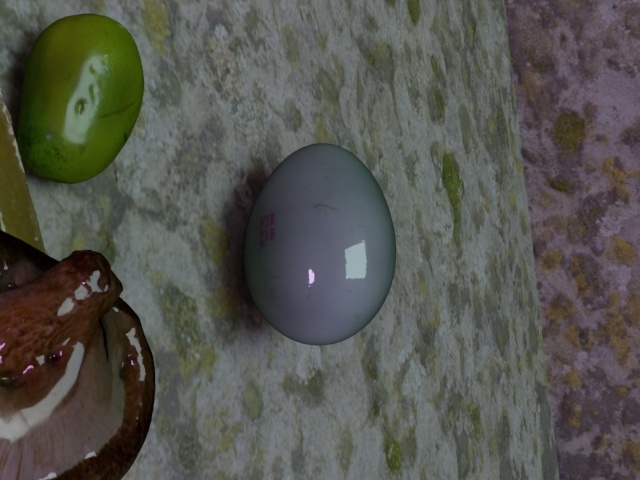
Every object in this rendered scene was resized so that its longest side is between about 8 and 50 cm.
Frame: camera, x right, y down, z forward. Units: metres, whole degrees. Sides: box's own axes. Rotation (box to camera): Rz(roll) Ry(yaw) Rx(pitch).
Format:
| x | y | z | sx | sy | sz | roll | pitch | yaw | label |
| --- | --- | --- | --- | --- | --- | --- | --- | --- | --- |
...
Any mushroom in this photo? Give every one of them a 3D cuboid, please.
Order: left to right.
| x | y | z | sx | sy | sz | roll | pitch | yaw | label |
| --- | --- | --- | --- | --- | --- | --- | --- | --- | --- |
| -0.215 | 0.084 | 0.571 | 0.231 | 0.138 | 0.194 | 43 | 59 | -36 | mushroom |

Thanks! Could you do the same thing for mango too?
| x | y | z | sx | sy | sz | roll | pitch | yaw | label |
| --- | --- | --- | --- | --- | --- | --- | --- | --- | --- |
| -0.219 | -0.128 | 0.844 | 0.117 | 0.089 | 0.163 | 35 | 65 | -65 | mango |

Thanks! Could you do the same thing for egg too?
| x | y | z | sx | sy | sz | roll | pitch | yaw | label |
| --- | --- | --- | --- | --- | --- | --- | --- | --- | --- |
| 0.000 | 0.000 | 1.113 | 0.183 | 0.183 | 0.264 | 48 | 37 | -48 | egg |

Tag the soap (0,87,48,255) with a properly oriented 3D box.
| x | y | z | sx | sy | sz | roll | pitch | yaw | label |
| --- | --- | --- | --- | --- | --- | --- | --- | --- | --- |
| -0.300 | -0.015 | 0.652 | 0.199 | 0.091 | 0.314 | -31 | 112 | -59 | soap |
